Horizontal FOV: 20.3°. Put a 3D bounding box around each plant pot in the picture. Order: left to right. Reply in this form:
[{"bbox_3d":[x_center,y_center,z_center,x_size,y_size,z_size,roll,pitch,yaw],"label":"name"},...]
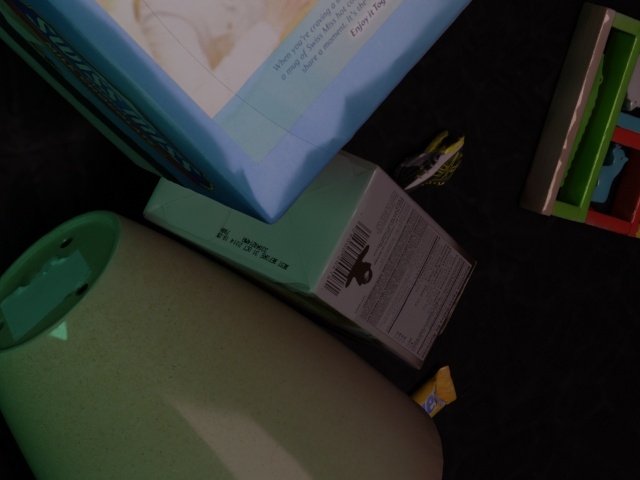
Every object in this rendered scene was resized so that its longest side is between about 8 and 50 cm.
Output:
[{"bbox_3d":[-0.098,0.118,1.209,0.256,0.256,0.274,-51,120,-18],"label":"plant pot"}]

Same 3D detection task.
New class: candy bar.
[{"bbox_3d":[0.060,0.170,1.543,0.161,0.018,0.040,-41,132,-28],"label":"candy bar"}]

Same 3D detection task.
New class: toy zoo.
[{"bbox_3d":[0.308,-0.098,1.677,0.293,0.030,0.192,12,98,-48],"label":"toy zoo"}]

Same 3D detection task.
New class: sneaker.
[{"bbox_3d":[0.092,-0.057,1.466,0.083,0.031,0.035,-38,131,-29],"label":"sneaker"}]

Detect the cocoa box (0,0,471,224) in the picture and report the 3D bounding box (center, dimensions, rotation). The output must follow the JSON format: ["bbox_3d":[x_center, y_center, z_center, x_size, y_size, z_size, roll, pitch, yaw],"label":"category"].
[{"bbox_3d":[-0.031,-0.222,1.044,0.347,0.228,0.231,-49,117,-9],"label":"cocoa box"}]

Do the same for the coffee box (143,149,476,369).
[{"bbox_3d":[0.000,0.000,1.267,0.098,0.141,0.246,-63,156,-5],"label":"coffee box"}]
